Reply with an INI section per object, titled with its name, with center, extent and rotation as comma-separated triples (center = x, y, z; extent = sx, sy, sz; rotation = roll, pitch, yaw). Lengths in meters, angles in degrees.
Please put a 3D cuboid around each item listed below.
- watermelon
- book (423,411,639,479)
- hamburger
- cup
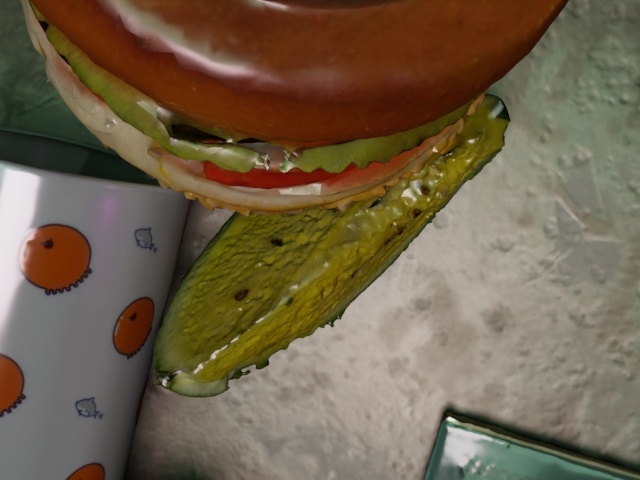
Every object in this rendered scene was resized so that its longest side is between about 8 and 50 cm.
[watermelon]
center = 0.000, 0.000, 0.581
extent = 0.301, 0.129, 0.123
rotation = -41, 94, -5
[book]
center = 0.175, 0.351, 0.647
extent = 0.264, 0.031, 0.379
rotation = 14, 97, 6
[hamburger]
center = -0.024, -0.181, 0.464
extent = 0.330, 0.250, 0.330
rotation = 2, 79, -12
[cup]
center = -0.227, 0.087, 0.581
extent = 0.212, 0.212, 0.317
rotation = 14, 99, 5
